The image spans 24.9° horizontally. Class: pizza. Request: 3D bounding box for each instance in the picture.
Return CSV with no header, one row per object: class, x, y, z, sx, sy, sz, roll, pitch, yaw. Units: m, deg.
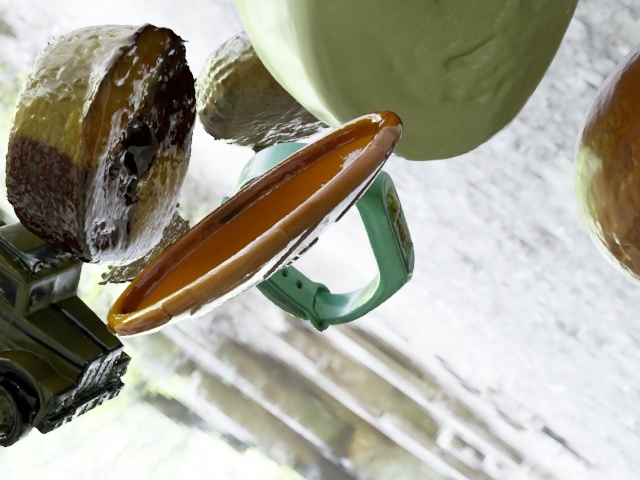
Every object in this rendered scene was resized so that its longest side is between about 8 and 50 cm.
pizza,-0.148,0.002,1.304,0.029,0.100,0.099,46,-165,22

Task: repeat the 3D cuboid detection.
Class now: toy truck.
toy truck,-0.248,0.025,1.020,0.257,0.127,0.127,41,-157,11

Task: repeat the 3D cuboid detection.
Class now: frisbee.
frisbee,-0.030,-0.003,0.776,0.035,0.192,0.192,53,168,-10

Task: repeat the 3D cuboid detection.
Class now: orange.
orange,0.345,-0.063,1.219,0.261,0.261,0.261,35,171,6

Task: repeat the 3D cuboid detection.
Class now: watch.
watch,0.000,0.000,1.569,0.195,0.068,0.237,-8,131,18

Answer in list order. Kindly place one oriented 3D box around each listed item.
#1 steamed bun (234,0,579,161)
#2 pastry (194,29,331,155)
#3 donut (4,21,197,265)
steamed bun,0.079,-0.312,1.233,0.290,0.455,0.371,18,-171,-17
pastry,-0.051,-0.188,1.763,0.218,0.229,0.100,49,-160,-68
donut,-0.141,-0.065,0.940,0.073,0.166,0.184,15,-165,11
